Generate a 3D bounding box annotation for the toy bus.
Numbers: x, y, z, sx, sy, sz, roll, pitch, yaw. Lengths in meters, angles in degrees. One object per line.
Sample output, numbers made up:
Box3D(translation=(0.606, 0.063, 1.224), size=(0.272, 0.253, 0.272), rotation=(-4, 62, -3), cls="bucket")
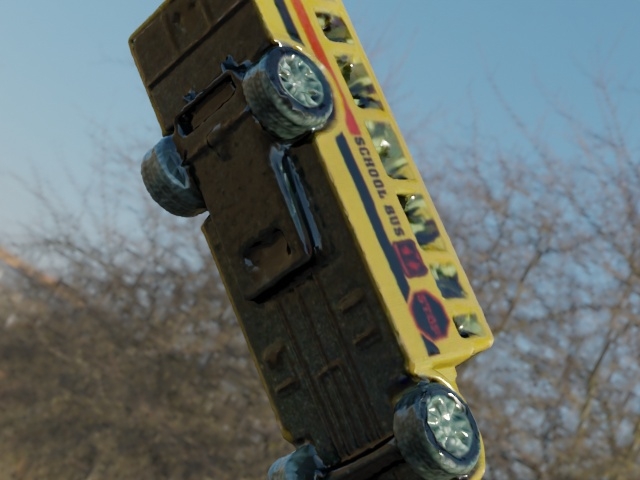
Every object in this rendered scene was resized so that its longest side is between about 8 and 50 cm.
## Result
Box3D(translation=(0.000, 0.000, 0.754), size=(0.121, 0.335, 0.123), rotation=(-35, -19, 37), cls="toy bus")
